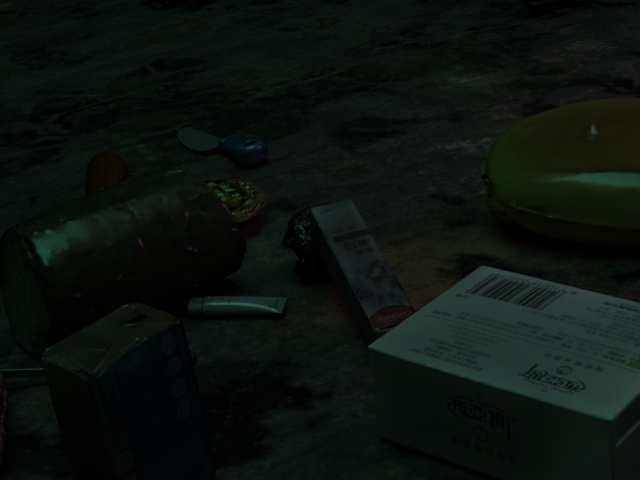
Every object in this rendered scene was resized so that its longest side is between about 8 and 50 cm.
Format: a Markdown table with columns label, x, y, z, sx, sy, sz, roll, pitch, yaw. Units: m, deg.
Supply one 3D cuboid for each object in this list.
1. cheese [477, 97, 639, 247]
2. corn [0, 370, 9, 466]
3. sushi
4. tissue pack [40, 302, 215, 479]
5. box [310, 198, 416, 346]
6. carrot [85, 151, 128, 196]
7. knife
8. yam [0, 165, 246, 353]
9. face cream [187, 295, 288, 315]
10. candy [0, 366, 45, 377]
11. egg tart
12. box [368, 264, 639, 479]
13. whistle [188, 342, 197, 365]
| label | x | y | z | sx | sy | sz | roll | pitch | yaw |
| --- | --- | --- | --- | --- | --- | --- | --- | --- | --- |
| cheese | 0.348 | -0.084 | 1.667 | 0.315 | 0.128 | 0.259 | -4 | 26 | 13 |
| corn | -0.343 | 0.188 | 1.326 | 0.079 | 0.080 | 0.237 | -9 | 22 | -4 |
| sushi | 0.000 | 0.000 | 1.627 | 0.084 | 0.056 | 0.083 | -19 | 62 | -12 |
| tissue pack | -0.171 | 0.157 | 1.229 | 0.082 | 0.169 | 0.120 | 11 | 31 | 40 |
| box | 0.046 | 0.037 | 1.514 | 0.055 | 0.040 | 0.218 | -13 | 42 | -15 |
| carrot | -0.293 | -0.051 | 1.863 | 0.061 | 0.061 | 0.210 | -8 | 29 | -2 |
| knife | -0.162 | -0.147 | 2.073 | 0.058 | 0.032 | 0.244 | -32 | 29 | -28 |
| yam | -0.235 | 0.017 | 1.575 | 0.268 | 0.161 | 0.161 | -25 | 30 | -30 |
| face cream | -0.094 | 0.075 | 1.567 | 0.115 | 0.020 | 0.038 | 0 | 24 | 10 |
| candy | -0.385 | 0.140 | 1.455 | 0.287 | 0.084 | 0.078 | -3 | 19 | -8 |
| egg tart | -0.133 | -0.037 | 1.792 | 0.128 | 0.049 | 0.129 | -4 | 30 | 3 |
| box | 0.203 | 0.128 | 1.257 | 0.260 | 0.111 | 0.194 | 17 | 34 | 38 |
| whistle | -0.173 | 0.160 | 1.378 | 0.039 | 0.039 | 0.186 | 1 | 25 | 17 |
